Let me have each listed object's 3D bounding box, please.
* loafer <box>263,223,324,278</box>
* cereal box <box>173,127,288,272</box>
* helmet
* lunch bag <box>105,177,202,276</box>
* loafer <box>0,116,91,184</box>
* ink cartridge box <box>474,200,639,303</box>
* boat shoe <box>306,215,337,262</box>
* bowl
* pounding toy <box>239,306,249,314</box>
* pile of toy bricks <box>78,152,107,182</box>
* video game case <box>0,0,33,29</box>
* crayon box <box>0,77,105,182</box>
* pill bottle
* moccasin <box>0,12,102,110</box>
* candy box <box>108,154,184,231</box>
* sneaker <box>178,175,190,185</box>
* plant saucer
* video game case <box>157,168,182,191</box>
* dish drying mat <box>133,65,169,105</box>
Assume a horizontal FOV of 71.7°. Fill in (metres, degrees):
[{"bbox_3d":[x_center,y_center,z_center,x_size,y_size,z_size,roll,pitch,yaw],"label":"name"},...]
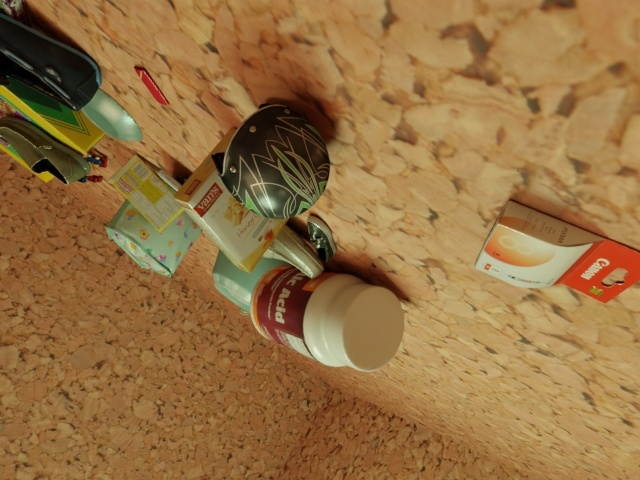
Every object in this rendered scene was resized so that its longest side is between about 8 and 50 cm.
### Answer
[{"bbox_3d":[-0.133,-0.008,1.018,0.319,0.111,0.112,38,-178,-6],"label":"loafer"},{"bbox_3d":[-0.152,-0.069,0.848,0.047,0.173,0.240,21,157,31],"label":"cereal box"},{"bbox_3d":[-0.066,-0.111,0.640,0.169,0.169,0.161,48,172,-34],"label":"helmet"},{"bbox_3d":[-0.513,-0.051,1.359,0.160,0.223,0.262,14,152,29],"label":"lunch bag"},{"bbox_3d":[-0.740,-0.230,1.159,0.251,0.087,0.094,29,148,-9],"label":"loafer"},{"bbox_3d":[0.305,0.033,0.579,0.179,0.045,0.145,29,160,19],"label":"ink cartridge box"},{"bbox_3d":[0.000,0.000,0.965,0.049,0.040,0.142,21,157,32],"label":"boat shoe"},{"bbox_3d":[-0.217,0.123,1.400,0.311,0.163,0.311,29,158,13],"label":"bowl"},{"bbox_3d":[-0.281,0.194,1.667,0.269,0.154,0.155,35,160,-2],"label":"pounding toy"},{"bbox_3d":[-0.802,-0.269,1.508,0.212,0.118,0.105,19,-164,9],"label":"pile of toy bricks"},{"bbox_3d":[-0.641,-0.496,0.796,0.210,0.042,0.232,39,160,-16],"label":"video game case"},{"bbox_3d":[-0.823,-0.338,1.241,0.362,0.106,0.313,-9,136,43],"label":"crayon box"},{"bbox_3d":[0.004,0.186,1.120,0.224,0.224,0.392,45,157,-29],"label":"pill bottle"},{"bbox_3d":[-0.613,-0.359,0.852,0.342,0.117,0.138,19,165,-6],"label":"moccasin"},{"bbox_3d":[-0.482,-0.133,1.241,0.206,0.105,0.027,46,178,2],"label":"candy box"},{"bbox_3d":[-0.334,-0.148,1.136,0.069,0.038,0.098,34,159,-5],"label":"sneaker"},{"bbox_3d":[-0.526,-0.302,1.077,0.195,0.037,0.195,28,160,11],"label":"plant saucer"},{"bbox_3d":[-0.352,-0.111,1.192,0.173,0.022,0.190,42,171,-7],"label":"video game case"},{"bbox_3d":[-0.318,-0.289,0.832,0.032,0.008,0.083,21,157,28],"label":"dish drying mat"}]
